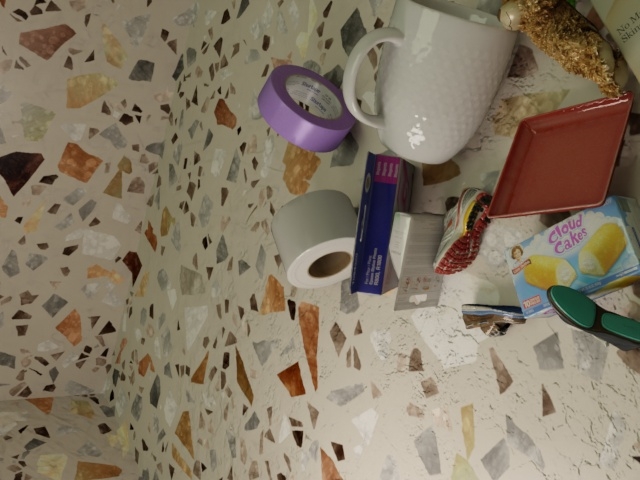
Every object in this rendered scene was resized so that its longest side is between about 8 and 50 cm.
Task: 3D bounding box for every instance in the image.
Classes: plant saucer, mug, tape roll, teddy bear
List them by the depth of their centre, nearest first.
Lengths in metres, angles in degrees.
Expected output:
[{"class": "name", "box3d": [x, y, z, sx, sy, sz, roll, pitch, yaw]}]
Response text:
[{"class": "teddy bear", "box3d": [0.450, -0.392, 1.286, 0.338, 0.245, 0.113, 50, 119, 15]}, {"class": "plant saucer", "box3d": [0.475, -0.152, 1.323, 0.259, 0.047, 0.259, -8, 52, 54]}, {"class": "mug", "box3d": [0.217, -0.354, 1.500, 0.276, 0.373, 0.328, 49, 132, 48]}, {"class": "tape roll", "box3d": [0.000, 0.000, 1.867, 0.246, 0.246, 0.169, -50, 48, 38]}, {"class": "tape roll", "box3d": [-0.039, -0.379, 1.931, 0.090, 0.274, 0.275, -53, 47, 38]}]

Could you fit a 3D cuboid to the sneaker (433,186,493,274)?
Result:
[{"class": "sneaker", "box3d": [0.327, -0.020, 1.571, 0.225, 0.088, 0.093, -64, 31, 18]}]

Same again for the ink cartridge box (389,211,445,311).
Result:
[{"class": "ink cartridge box", "box3d": [0.231, 0.047, 1.596, 0.056, 0.180, 0.225, 21, 105, 43]}]

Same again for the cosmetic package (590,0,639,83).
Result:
[{"class": "cosmetic package", "box3d": [0.611, -0.380, 1.180, 0.160, 0.113, 0.310, -45, 53, 42]}]

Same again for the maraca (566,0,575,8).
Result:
[{"class": "maraca", "box3d": [0.495, -0.535, 1.369, 0.127, 0.099, 0.186, -128, 38, -54]}]

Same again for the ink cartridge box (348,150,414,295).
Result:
[{"class": "ink cartridge box", "box3d": [0.156, -0.037, 1.619, 0.071, 0.330, 0.324, 8, 94, 15]}]

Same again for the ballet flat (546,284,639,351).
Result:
[{"class": "ballet flat", "box3d": [0.497, 0.149, 1.243, 0.074, 0.203, 0.074, 24, -90, -90]}]

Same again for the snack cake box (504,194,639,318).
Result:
[{"class": "snack cake box", "box3d": [0.500, 0.038, 1.308, 0.264, 0.089, 0.152, -36, 59, 46]}]

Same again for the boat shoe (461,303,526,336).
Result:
[{"class": "boat shoe", "box3d": [0.384, 0.176, 1.482, 0.183, 0.066, 0.066, -3, 89, 64]}]
